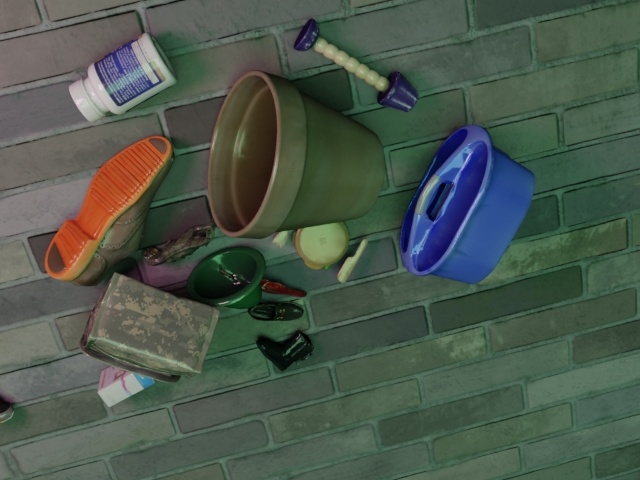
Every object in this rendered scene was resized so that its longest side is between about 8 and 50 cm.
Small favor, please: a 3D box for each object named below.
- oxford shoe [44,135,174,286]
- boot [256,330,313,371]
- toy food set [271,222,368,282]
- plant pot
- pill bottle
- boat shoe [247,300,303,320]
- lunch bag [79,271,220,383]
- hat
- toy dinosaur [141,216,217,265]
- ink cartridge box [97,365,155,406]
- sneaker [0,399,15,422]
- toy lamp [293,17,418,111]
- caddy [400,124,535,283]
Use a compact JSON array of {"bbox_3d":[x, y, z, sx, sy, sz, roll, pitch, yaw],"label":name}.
[{"bbox_3d":[-0.415,-0.059,1.595,0.364,0.130,0.132,-49,145,5],"label":"oxford shoe"},{"bbox_3d":[-0.081,0.249,1.802,0.099,0.045,0.121,-36,121,9],"label":"boot"},{"bbox_3d":[0.000,0.000,1.719,0.192,0.038,0.132,30,98,-14],"label":"toy food set"},{"bbox_3d":[-0.035,-0.152,1.519,0.280,0.323,0.323,6,113,-29],"label":"plant pot"},{"bbox_3d":[-0.382,-0.309,1.476,0.186,0.112,0.112,-29,114,3],"label":"pill bottle"},{"bbox_3d":[-0.102,0.167,1.766,0.132,0.042,0.049,7,109,-14],"label":"boat shoe"},{"bbox_3d":[-0.370,0.196,1.616,0.235,0.287,0.169,22,70,-15],"label":"lunch bag"},{"bbox_3d":[-0.166,0.132,1.692,0.208,0.173,0.184,-7,134,17],"label":"hat"},{"bbox_3d":[-0.268,-0.001,1.607,0.268,0.118,0.064,-22,101,44],"label":"toy dinosaur"},{"bbox_3d":[-0.440,0.312,1.743,0.122,0.088,0.052,-29,115,4],"label":"ink cartridge box"},{"bbox_3d":[-0.788,0.348,1.706,0.214,0.084,0.083,22,103,-17],"label":"sneaker"},{"bbox_3d":[0.079,-0.350,1.557,0.274,0.080,0.080,30,105,-19],"label":"toy lamp"},{"bbox_3d":[0.290,-0.073,1.622,0.179,0.241,0.342,19,108,-21],"label":"caddy"}]
